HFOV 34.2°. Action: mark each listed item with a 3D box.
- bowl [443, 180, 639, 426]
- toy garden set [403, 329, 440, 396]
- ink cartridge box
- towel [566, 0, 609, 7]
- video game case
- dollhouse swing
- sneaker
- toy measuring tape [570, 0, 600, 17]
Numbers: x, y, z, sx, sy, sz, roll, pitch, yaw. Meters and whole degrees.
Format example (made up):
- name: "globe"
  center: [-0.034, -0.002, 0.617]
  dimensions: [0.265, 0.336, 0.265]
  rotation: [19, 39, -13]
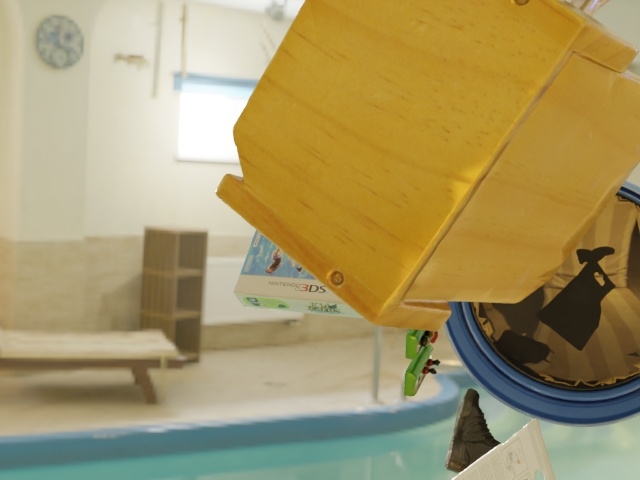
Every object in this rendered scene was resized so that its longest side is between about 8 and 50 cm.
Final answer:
- name: "bowl"
  center: [0.373, 0.082, 1.536]
  dimensions: [0.391, 0.391, 0.077]
  rotation: [5, 17, 19]
- name: "toy garden set"
  center: [0.189, 0.100, 1.685]
  dimensions: [0.049, 0.244, 0.204]
  rotation: [8, 25, 18]
- name: "ink cartridge box"
  center: [0.241, 0.345, 1.248]
  dimensions: [0.066, 0.189, 0.232]
  rotation: [6, -36, -29]
- name: "towel"
  center: [0.357, -0.345, 1.704]
  dimensions: [0.317, 0.053, 0.332]
  rotation: [-37, 5, -6]
- name: "video game case"
  center: [0.000, 0.000, 1.850]
  dimensions: [0.244, 0.269, 0.061]
  rotation: [4, -30, 25]
- name: "dollhouse swing"
  center: [0.145, -0.118, 1.104]
  dimensions: [0.315, 0.346, 0.305]
  rotation: [39, 22, 18]
- name: "sneaker"
  center: [0.234, 0.297, 1.505]
  dimensions: [0.089, 0.051, 0.170]
  rotation: [18, 48, 6]
- name: "toy measuring tape"
  center: [0.326, -0.317, 1.014]
  dimensions: [0.121, 0.121, 0.330]
  rotation: [3, -33, 2]
